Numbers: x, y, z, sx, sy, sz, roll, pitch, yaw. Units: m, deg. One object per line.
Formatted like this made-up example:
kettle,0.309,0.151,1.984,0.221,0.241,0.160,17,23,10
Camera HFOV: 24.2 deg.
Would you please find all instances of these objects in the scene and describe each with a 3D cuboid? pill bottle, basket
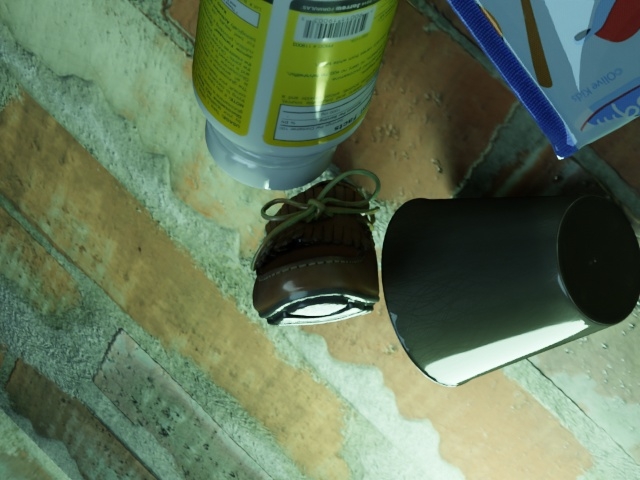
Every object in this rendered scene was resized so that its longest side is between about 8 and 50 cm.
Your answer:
pill bottle,-0.028,-0.204,1.465,0.188,0.188,0.334,37,146,16
basket,0.195,0.035,1.500,0.227,0.154,0.204,-16,89,49

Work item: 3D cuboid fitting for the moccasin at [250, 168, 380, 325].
moccasin,0.003,0.000,1.555,0.139,0.380,0.147,-6,99,11

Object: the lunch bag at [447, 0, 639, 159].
lunch bag,0.187,-0.313,0.973,0.328,0.239,0.385,-34,105,27
